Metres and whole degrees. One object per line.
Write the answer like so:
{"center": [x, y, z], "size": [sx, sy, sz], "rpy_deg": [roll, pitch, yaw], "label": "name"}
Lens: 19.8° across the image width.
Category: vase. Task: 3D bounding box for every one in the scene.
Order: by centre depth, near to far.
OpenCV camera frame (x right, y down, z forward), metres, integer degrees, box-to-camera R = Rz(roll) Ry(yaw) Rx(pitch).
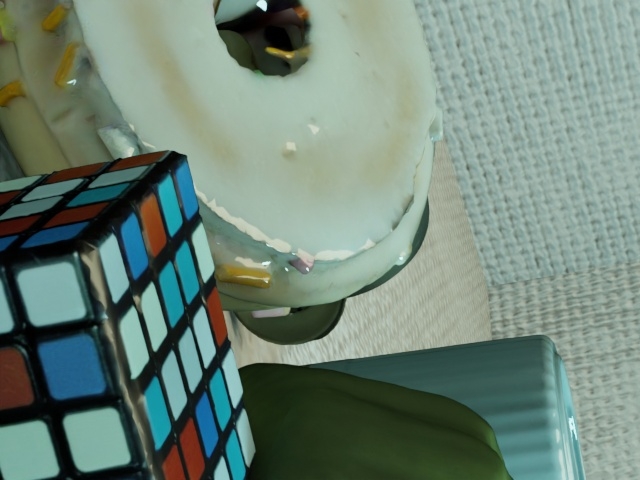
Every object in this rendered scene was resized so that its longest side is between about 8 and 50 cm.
{"center": [0.000, 0.000, 1.862], "size": [0.321, 0.173, 0.173], "rpy_deg": [-45, 125, -70], "label": "vase"}

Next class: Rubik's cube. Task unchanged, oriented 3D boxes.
{"center": [-0.148, 0.074, 0.891], "size": [0.187, 0.184, 0.182], "rpy_deg": [-69, 147, -72], "label": "Rubik's cube"}

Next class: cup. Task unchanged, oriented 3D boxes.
{"center": [0.074, 0.236, 1.576], "size": [0.331, 0.311, 0.257], "rpy_deg": [63, 20, -59], "label": "cup"}

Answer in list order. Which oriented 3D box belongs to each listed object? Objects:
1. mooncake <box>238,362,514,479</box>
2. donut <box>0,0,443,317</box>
{"center": [-0.014, 0.248, 1.092], "size": [0.351, 0.187, 0.351], "rpy_deg": [-164, -90, -77], "label": "mooncake"}
{"center": [-0.078, -0.123, 1.257], "size": [0.382, 0.142, 0.383], "rpy_deg": [25, 53, -37], "label": "donut"}
